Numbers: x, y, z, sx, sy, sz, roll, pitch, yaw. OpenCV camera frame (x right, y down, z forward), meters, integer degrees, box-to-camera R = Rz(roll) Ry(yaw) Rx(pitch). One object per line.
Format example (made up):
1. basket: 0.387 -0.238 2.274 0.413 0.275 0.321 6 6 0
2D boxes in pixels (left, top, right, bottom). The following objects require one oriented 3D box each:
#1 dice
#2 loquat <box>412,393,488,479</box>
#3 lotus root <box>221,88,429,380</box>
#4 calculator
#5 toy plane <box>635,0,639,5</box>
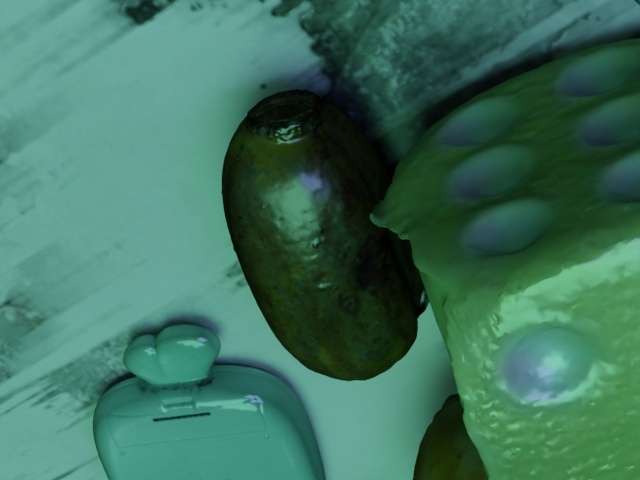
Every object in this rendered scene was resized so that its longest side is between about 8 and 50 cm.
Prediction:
1. dice: 0.195 0.037 1.086 0.254 0.252 0.249 -23 119 8
2. loquat: 0.158 0.203 1.301 0.179 0.179 0.227 0 138 5
3. lotus root: 0.000 0.000 1.179 0.123 0.124 0.241 -15 126 13
4. calculator: -0.092 0.186 1.391 0.184 0.042 0.295 -8 129 12
5. toy plane: 0.128 -0.227 1.006 0.235 0.096 0.060 43 120 -5
